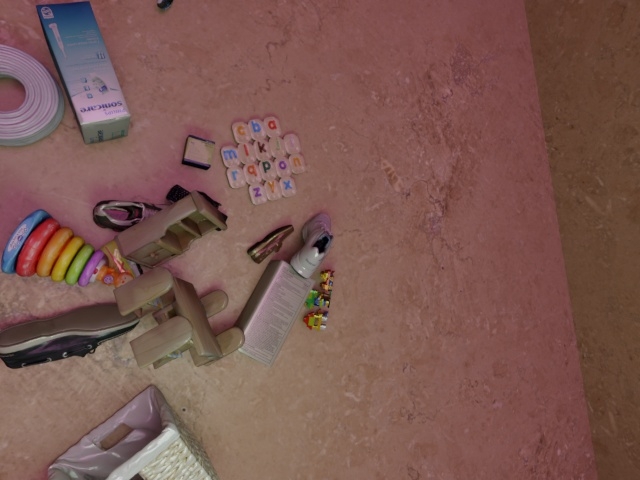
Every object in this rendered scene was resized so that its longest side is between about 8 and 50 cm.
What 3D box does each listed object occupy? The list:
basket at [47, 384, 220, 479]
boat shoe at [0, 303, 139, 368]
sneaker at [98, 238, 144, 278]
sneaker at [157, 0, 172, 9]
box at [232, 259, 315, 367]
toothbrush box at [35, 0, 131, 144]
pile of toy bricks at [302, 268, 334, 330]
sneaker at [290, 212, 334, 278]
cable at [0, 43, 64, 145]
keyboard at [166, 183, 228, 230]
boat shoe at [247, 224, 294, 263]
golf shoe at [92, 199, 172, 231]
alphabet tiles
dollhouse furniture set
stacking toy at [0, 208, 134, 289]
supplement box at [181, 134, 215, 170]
[{"bbox_3d":[-0.476,0.617,1.120,0.328,0.331,0.267,-38,110,-22],"label":"basket"},{"bbox_3d":[-0.660,0.265,1.159,0.340,0.127,0.113,-13,123,-34],"label":"boat shoe"},{"bbox_3d":[-0.563,0.094,1.236,0.094,0.081,0.209,-24,93,-17],"label":"sneaker"},{"bbox_3d":[-0.478,-0.795,1.321,0.082,0.071,0.191,18,72,-18],"label":"sneaker"},{"bbox_3d":[-0.161,0.229,1.398,0.148,0.121,0.311,35,73,-20],"label":"box"},{"bbox_3d":[-0.619,-0.430,1.147,0.126,0.216,0.296,-20,96,-25],"label":"toothbrush box"},{"bbox_3d":[-0.017,0.193,1.495,0.105,0.118,0.212,10,101,2],"label":"pile of toy bricks"},{"bbox_3d":[0.000,0.000,1.435,0.111,0.129,0.297,37,37,-16],"label":"sneaker"},{"bbox_3d":[-0.815,-0.378,1.117,0.257,0.089,0.257,-24,98,-25],"label":"cable"},{"bbox_3d":[-0.370,-0.115,1.334,0.192,0.038,0.100,34,43,-22],"label":"keyboard"},{"bbox_3d":[-0.159,0.011,1.444,0.178,0.064,0.060,-36,109,-16],"label":"boat shoe"},{"bbox_3d":[-0.503,-0.061,1.244,0.272,0.120,0.105,2,85,-28],"label":"golf shoe"},{"bbox_3d":[-0.189,-0.270,1.461,0.284,0.021,0.278,-18,96,-26],"label":"alphabet tiles"},{"bbox_3d":[-0.338,0.112,1.161,0.256,0.362,0.394,-29,72,1],"label":"dollhouse furniture set"},{"bbox_3d":[-0.634,0.061,1.132,0.301,0.165,0.175,28,76,-17],"label":"stacking toy"},{"bbox_3d":[-0.381,-0.273,1.346,0.083,0.056,0.083,12,83,-25],"label":"supplement box"}]
